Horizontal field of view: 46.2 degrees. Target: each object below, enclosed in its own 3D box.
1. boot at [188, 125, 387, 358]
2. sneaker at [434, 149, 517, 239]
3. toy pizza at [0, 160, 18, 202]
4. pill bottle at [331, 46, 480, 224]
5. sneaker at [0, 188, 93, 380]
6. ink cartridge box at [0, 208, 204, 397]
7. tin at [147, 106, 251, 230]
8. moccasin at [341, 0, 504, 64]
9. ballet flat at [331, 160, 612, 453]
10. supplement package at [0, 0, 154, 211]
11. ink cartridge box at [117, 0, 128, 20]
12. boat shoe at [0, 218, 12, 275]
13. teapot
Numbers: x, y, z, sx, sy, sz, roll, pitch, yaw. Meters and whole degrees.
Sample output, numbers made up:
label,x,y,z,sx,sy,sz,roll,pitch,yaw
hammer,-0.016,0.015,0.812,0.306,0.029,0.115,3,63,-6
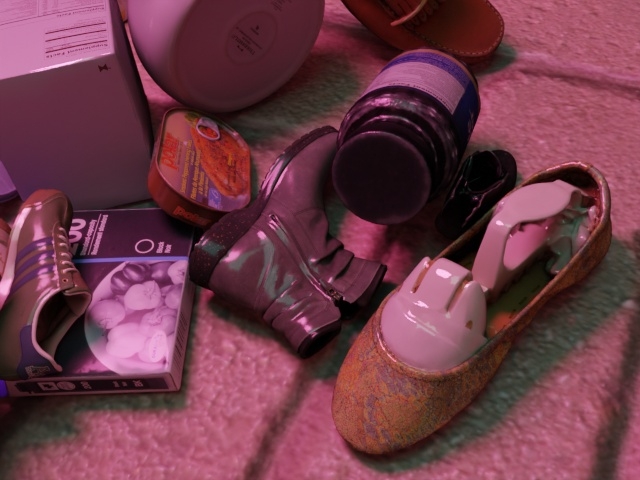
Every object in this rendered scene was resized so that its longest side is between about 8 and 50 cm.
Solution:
label,x,y,z,sx,sy,sz,roll,pitch,yaw
boot,0.000,0.000,0.751,0.161,0.083,0.246,30,56,14
sneaker,0.165,-0.059,0.753,0.051,0.089,0.170,36,55,12
toy pizza,-0.415,-0.121,0.832,0.032,0.201,0.201,-35,44,20
pill bottle,0.087,-0.107,0.757,0.122,0.123,0.219,11,33,15
sneaker,-0.240,0.039,0.673,0.086,0.064,0.192,3,56,12
ink cartridge box,-0.228,0.055,0.731,0.208,0.045,0.206,-4,48,4
tin,-0.130,-0.080,0.805,0.106,0.040,0.190,26,30,-22
moccasin,0.080,-0.355,0.904,0.139,0.380,0.147,-53,16,-16
ballet flat,0.139,0.039,0.659,0.348,0.123,0.123,-36,54,-24
supplement package,-0.279,-0.166,0.836,0.149,0.194,0.203,-14,47,-6
ink cartridge box,-0.331,-0.389,1.073,0.093,0.154,0.212,27,56,29
boat shoe,-0.453,0.068,0.688,0.341,0.122,0.110,-18,53,-7
teapot,-0.134,-0.292,0.893,0.252,0.256,0.187,-26,60,-27
